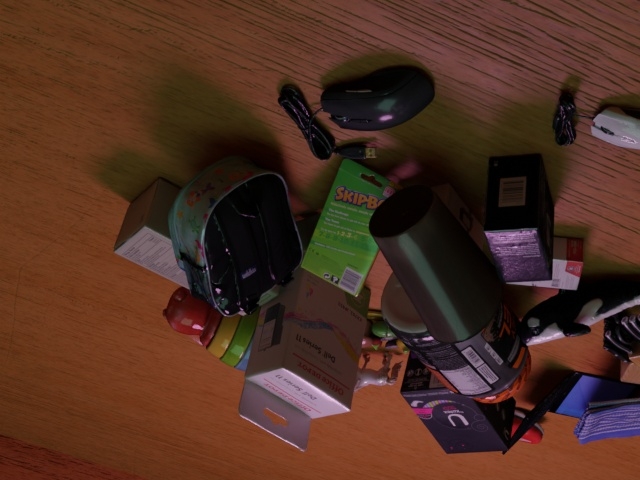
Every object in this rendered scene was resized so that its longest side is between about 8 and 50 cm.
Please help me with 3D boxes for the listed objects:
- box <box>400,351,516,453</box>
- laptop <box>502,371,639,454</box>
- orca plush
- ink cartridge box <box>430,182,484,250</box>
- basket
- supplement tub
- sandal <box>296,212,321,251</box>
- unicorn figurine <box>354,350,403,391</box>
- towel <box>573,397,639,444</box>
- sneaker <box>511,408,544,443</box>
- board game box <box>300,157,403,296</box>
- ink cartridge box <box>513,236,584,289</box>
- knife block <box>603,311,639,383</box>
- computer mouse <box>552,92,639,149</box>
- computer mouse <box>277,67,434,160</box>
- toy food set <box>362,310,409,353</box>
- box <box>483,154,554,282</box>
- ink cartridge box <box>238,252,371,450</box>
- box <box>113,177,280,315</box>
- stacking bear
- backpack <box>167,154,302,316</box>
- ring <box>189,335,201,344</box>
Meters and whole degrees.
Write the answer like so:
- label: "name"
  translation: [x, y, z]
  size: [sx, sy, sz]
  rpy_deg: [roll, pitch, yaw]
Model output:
- label: "box"
  translation: [0.319, 0.360, 2.212]
  size: [0.165, 0.143, 0.270]
  rpy_deg: [-11, 133, 32]
- label: "laptop"
  translation: [0.581, 0.419, 2.251]
  size: [0.136, 0.264, 0.234]
  rpy_deg: [43, 153, 21]
- label: "orca plush"
  translation: [0.505, 0.107, 1.839]
  size: [0.287, 0.151, 0.102]
  rpy_deg: [-20, 100, 33]
- label: "ink cartridge box"
  translation: [0.218, -0.027, 1.758]
  size: [0.109, 0.063, 0.150]
  rpy_deg: [-13, 139, 32]
- label: "basket"
  translation: [0.192, 0.030, 1.643]
  size: [0.154, 0.204, 0.227]
  rpy_deg: [-22, 123, 25]
- label: "supplement tub"
  translation: [0.282, 0.179, 1.919]
  size: [0.207, 0.207, 0.338]
  rpy_deg: [-11, 141, 31]
- label: "sandal"
  translation: [0.000, -0.007, 1.872]
  size: [0.239, 0.088, 0.079]
  rpy_deg: [-6, 175, 26]
- label: "unicorn figurine"
  translation: [0.110, 0.318, 2.275]
  size: [0.161, 0.111, 0.060]
  rpy_deg: [-12, 141, 33]
- label: "towel"
  translation: [0.700, 0.400, 2.149]
  size: [0.243, 0.040, 0.336]
  rpy_deg: [-7, 158, 7]
- label: "sneaker"
  translation: [0.419, 0.477, 2.409]
  size: [0.278, 0.118, 0.107]
  rpy_deg: [15, 148, -4]
- label: "board game box"
  translation: [0.059, -0.025, 1.745]
  size: [0.124, 0.039, 0.260]
  rpy_deg: [28, 129, 8]
- label: "ink cartridge box"
  translation: [0.417, 0.039, 1.801]
  size: [0.135, 0.056, 0.099]
  rpy_deg: [5, 146, 9]
- label: "knife block"
  translation: [0.697, 0.205, 1.932]
  size: [0.275, 0.088, 0.242]
  rpy_deg: [9, 148, 5]
- label: "computer mouse"
  translation: [0.455, -0.173, 1.480]
  size: [0.192, 0.042, 0.106]
  rpy_deg: [8, 146, 7]
- label: "computer mouse"
  translation: [0.071, -0.186, 1.569]
  size: [0.261, 0.060, 0.184]
  rpy_deg: [-5, 143, 25]
- label: "toy food set"
  translation: [0.123, 0.218, 2.155]
  size: [0.217, 0.071, 0.128]
  rpy_deg: [9, 147, 5]
- label: "box"
  translation: [0.337, -0.035, 1.623]
  size: [0.093, 0.156, 0.158]
  rpy_deg: [-3, 144, 21]
- label: "ink cartridge box"
  translation: [-0.026, 0.220, 1.946]
  size: [0.119, 0.354, 0.207]
  rpy_deg: [-21, 135, 40]
- label: "box"
  translation: [-0.235, 0.018, 1.922]
  size: [0.311, 0.121, 0.148]
  rpy_deg: [30, 143, -26]
- label: "stacking bear"
  translation: [-0.195, 0.183, 2.083]
  size: [0.288, 0.164, 0.175]
  rpy_deg: [24, 145, -10]
- label: "backpack"
  translation: [-0.159, -0.025, 1.733]
  size: [0.191, 0.225, 0.254]
  rpy_deg: [34, 146, 35]
- label: "ring"
  translation: [-0.172, 0.198, 2.261]
  size: [0.336, 0.032, 0.337]
  rpy_deg: [9, 148, 6]
